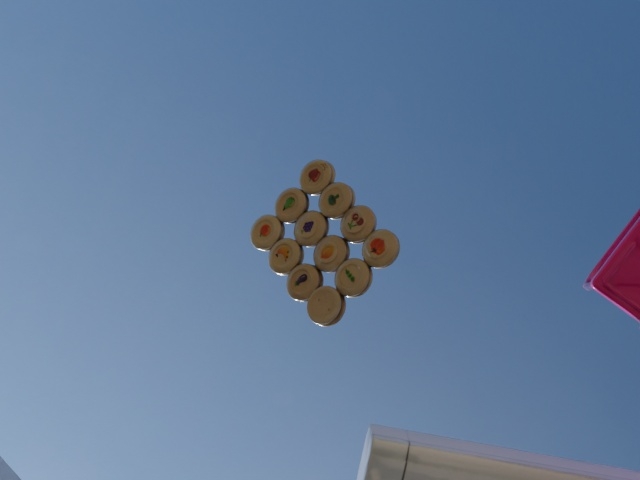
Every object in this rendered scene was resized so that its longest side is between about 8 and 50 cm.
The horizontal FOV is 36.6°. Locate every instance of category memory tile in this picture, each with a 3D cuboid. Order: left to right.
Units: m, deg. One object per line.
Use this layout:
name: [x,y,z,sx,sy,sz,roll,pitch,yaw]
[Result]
memory tile: [0.000,0.000,0.915,0.113,0.012,0.148,-47,-125,9]

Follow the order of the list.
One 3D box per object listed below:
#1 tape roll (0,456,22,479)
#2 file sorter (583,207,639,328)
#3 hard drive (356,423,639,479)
tape roll: [-0.342,0.223,0.828,0.072,0.392,0.392,-43,-111,-9]
file sorter: [0.397,0.046,0.812,0.291,0.182,0.202,37,-88,9]
hard drive: [0.195,0.312,0.891,0.353,0.047,0.233,11,-78,-4]
